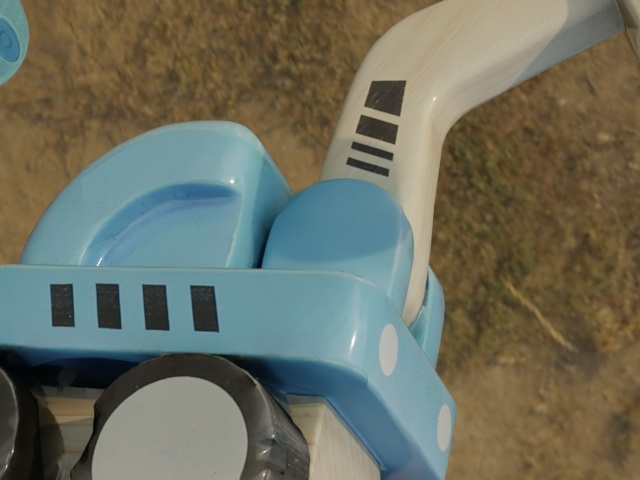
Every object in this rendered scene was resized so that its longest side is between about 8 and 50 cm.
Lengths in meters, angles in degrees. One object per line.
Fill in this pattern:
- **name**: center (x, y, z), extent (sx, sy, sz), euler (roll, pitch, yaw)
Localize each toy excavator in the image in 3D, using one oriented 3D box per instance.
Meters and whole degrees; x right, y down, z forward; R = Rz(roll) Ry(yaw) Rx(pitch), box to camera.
- **toy excavator**: center (0.000, 0.000, 0.829), extent (0.433, 0.445, 0.222), euler (0, 152, 22)

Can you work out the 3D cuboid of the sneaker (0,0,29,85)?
- **sneaker**: center (-0.452, -0.167, 1.548), extent (0.208, 0.319, 0.127), euler (-16, 120, 28)
